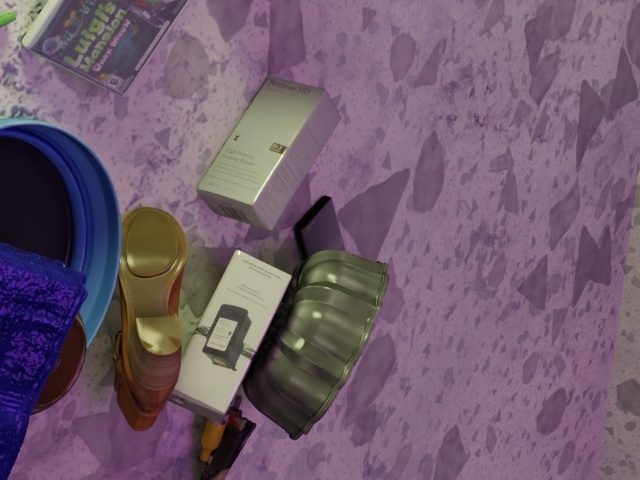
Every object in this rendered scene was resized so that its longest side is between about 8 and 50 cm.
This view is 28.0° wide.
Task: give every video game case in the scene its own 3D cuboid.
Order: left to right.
[{"bbox_3d":[-0.265,-0.293,1.647,0.173,0.022,0.190,25,105,-48],"label":"video game case"}]

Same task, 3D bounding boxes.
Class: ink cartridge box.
[{"bbox_3d":[-0.143,0.154,1.981,0.237,0.100,0.172,-64,180,-14],"label":"ink cartridge box"}]

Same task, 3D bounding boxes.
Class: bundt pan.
[{"bbox_3d":[-0.022,0.151,2.091,0.331,0.124,0.331,-58,-170,16],"label":"bundt pan"}]

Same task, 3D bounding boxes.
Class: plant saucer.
[{"bbox_3d":[-0.358,0.151,1.651,0.168,0.029,0.168,-31,130,-47],"label":"plant saucer"}]

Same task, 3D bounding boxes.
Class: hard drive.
[{"bbox_3d":[0.000,0.000,2.260,0.094,0.022,0.135,-48,140,-33],"label":"hard drive"}]

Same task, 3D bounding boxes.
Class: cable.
[{"bbox_3d":[-0.192,0.390,2.151,0.287,0.072,0.139,-63,165,7],"label":"cable"}]

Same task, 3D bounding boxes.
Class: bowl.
[{"bbox_3d":[-0.413,0.034,1.612,0.391,0.077,0.391,-29,128,-46],"label":"bowl"}]

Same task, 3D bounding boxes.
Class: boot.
[{"bbox_3d":[-0.249,0.115,1.848,0.109,0.283,0.220,-3,144,-19],"label":"boot"}]

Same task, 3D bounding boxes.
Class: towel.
[{"bbox_3d":[-0.408,0.153,1.507,0.227,0.076,0.308,23,88,-49],"label":"towel"}]

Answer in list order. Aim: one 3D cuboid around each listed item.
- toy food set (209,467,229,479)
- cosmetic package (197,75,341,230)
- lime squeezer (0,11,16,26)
[{"bbox_3d":[-0.197,0.471,2.070,0.192,0.038,0.132,-66,162,16],"label":"toy food set"},{"bbox_3d":[-0.078,-0.138,1.995,0.231,0.117,0.085,-61,147,-19],"label":"cosmetic package"},{"bbox_3d":[-0.465,-0.256,1.441,0.310,0.059,0.110,21,54,-57],"label":"lime squeezer"}]
